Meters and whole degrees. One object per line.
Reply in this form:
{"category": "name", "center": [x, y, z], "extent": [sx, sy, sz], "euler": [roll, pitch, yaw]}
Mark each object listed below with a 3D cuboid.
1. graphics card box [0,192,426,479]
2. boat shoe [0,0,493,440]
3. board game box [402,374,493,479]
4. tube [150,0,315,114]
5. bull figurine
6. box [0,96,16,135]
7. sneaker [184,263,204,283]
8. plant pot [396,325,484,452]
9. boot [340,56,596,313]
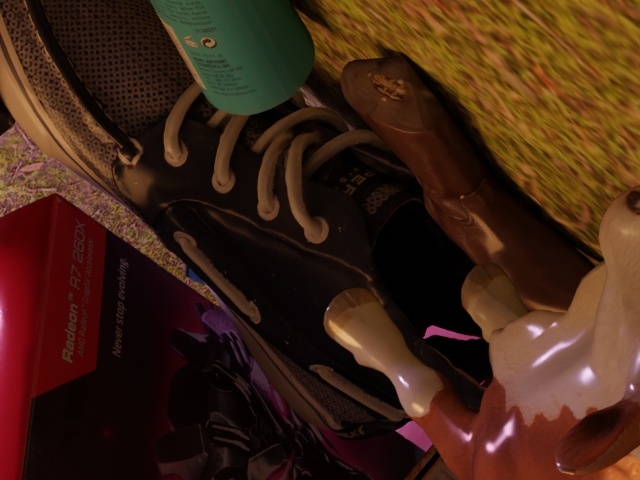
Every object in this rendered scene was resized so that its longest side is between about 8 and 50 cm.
{"category": "graphics card box", "center": [-0.054, 0.165, 0.836], "extent": [0.371, 0.094, 0.232], "euler": [40, -145, -38]}
{"category": "boat shoe", "center": [-0.027, -0.044, 0.767], "extent": [0.340, 0.127, 0.158], "euler": [48, 153, -15]}
{"category": "board game box", "center": [0.102, 0.143, 0.759], "extent": [0.045, 0.193, 0.147], "euler": [42, 177, -37]}
{"category": "tube", "center": [-0.061, -0.127, 0.584], "extent": [0.080, 0.052, 0.207], "euler": [33, 166, 35]}
{"category": "bull figurine", "center": [0.104, 0.095, 0.558], "extent": [0.188, 0.101, 0.310], "euler": [42, 160, 50]}
{"category": "box", "center": [-0.337, -0.218, 0.730], "extent": [0.395, 0.097, 0.318], "euler": [33, -155, -52]}
{"category": "sneaker", "center": [0.000, 0.000, 0.906], "extent": [0.083, 0.071, 0.191], "euler": [25, -162, 33]}
{"category": "plant pot", "center": [0.089, 0.166, 1.188], "extent": [0.201, 0.180, 0.201], "euler": [43, 176, 4]}
{"category": "boot", "center": [0.061, -0.021, 0.614], "extent": [0.106, 0.037, 0.114], "euler": [36, 168, 40]}
